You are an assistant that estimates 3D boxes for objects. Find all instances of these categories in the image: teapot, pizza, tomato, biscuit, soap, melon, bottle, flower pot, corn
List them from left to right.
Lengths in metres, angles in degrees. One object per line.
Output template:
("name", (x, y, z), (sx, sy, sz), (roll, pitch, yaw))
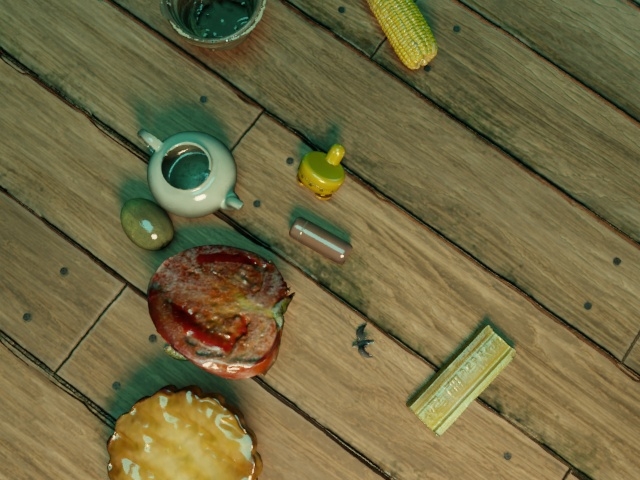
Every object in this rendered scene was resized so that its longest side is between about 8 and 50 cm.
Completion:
("melon", (-0.375, -0.035, 1.195), (0.098, 0.098, 0.130), (-41, 77, -6))
("pizza", (-0.300, 0.242, 1.198), (0.083, 0.016, 0.037), (10, 83, 4))
("biscuit", (-0.268, 0.448, 1.104), (0.326, 0.107, 0.325), (0, 88, 11))
("teapot", (-0.280, -0.146, 1.197), (0.294, 0.129, 0.193), (37, 82, 4))
("flower pot", (-0.230, -0.523, 1.247), (0.236, 0.140, 0.235), (0, 81, 1))
("tomato", (-0.207, 0.166, 1.137), (0.309, 0.170, 0.308), (4, 46, -4))
("bottle", (0.000, 0.000, 1.219), (0.140, 0.053, 0.053), (30, 82, 3))
("corn", (0.183, -0.512, 1.277), (0.093, 0.093, 0.244), (-28, 84, -5))
("soap", (0.305, 0.300, 1.190), (0.252, 0.037, 0.092), (-44, 86, -7))

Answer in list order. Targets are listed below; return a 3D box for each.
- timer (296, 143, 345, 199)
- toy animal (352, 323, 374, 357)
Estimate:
("timer", (0.007, -0.156, 1.214), (0.107, 0.109, 0.107), (18, 43, -18))
("toy animal", (0.091, 0.225, 1.200), (0.028, 0.050, 0.084), (21, 40, -28))
